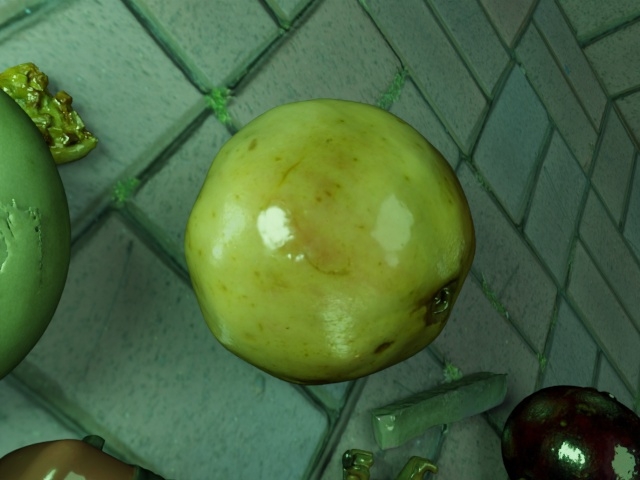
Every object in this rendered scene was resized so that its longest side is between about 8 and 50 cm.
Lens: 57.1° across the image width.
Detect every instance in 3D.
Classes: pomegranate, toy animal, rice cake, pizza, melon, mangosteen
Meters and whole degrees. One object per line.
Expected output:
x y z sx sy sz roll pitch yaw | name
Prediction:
0.000 0.000 0.807 0.412 0.411 0.411 14 68 -40 | pomegranate
0.121 0.433 0.970 0.312 0.097 0.157 21 71 -36 | toy animal
0.236 0.316 1.128 0.399 0.064 0.070 -2 89 -43 | rice cake
-0.366 -0.158 0.720 0.175 0.046 0.134 -6 82 -43 | pizza
-0.364 0.000 0.524 0.269 0.268 0.330 3 83 -42 | melon
0.507 0.469 1.178 0.306 0.306 0.359 40 64 -28 | mangosteen

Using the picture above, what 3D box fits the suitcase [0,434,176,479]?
-0.255 0.303 0.515 0.161 0.297 0.236 40 53 -17 | suitcase
